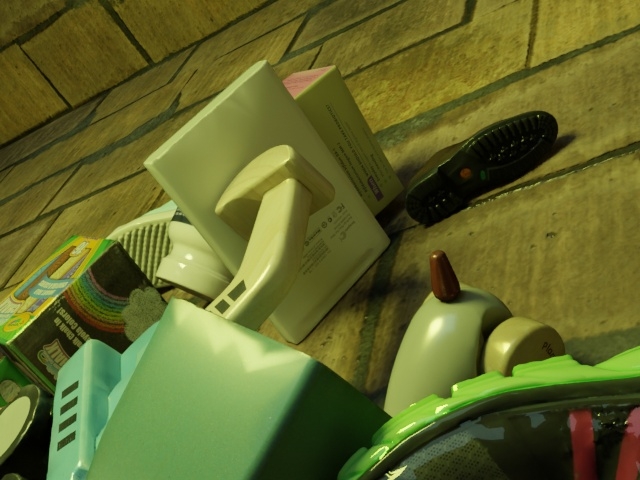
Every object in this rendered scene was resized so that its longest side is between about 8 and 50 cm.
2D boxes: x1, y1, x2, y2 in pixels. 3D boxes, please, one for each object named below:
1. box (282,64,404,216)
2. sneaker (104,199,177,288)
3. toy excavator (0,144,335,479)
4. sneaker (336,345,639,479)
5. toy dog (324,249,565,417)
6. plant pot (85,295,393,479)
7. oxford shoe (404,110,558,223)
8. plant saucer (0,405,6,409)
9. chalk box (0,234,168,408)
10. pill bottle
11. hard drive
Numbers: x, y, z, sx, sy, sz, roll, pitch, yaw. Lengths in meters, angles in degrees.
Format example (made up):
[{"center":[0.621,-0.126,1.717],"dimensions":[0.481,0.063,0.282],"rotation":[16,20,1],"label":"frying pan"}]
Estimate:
[{"center":[-0.040,-0.088,1.192],"dimensions":[0.243,0.213,0.117],"rotation":[-43,25,-24],"label":"box"},{"center":[-0.220,-0.031,1.486],"dimensions":[0.366,0.135,0.150],"rotation":[-21,23,6],"label":"sneaker"},{"center":[-0.128,0.138,0.881],"dimensions":[0.445,0.222,0.433],"rotation":[-43,26,9],"label":"toy excavator"},{"center":[0.191,0.185,0.532],"dimensions":[0.483,0.185,0.202],"rotation":[-26,35,14],"label":"sneaker"},{"center":[0.074,0.140,0.791],"dimensions":[0.220,0.161,0.334],"rotation":[-5,39,47],"label":"toy dog"},{"center":[-0.074,0.199,0.642],"dimensions":[0.165,0.165,0.234],"rotation":[16,71,41],"label":"plant pot"},{"center":[0.211,-0.116,1.152],"dimensions":[0.227,0.083,0.096],"rotation":[-27,23,14],"label":"oxford shoe"},{"center":[-0.457,0.348,1.100],"dimensions":[0.332,0.084,0.332],"rotation":[-26,39,23],"label":"plant saucer"},{"center":[-0.402,0.153,1.319],"dimensions":[0.289,0.180,0.179],"rotation":[-47,28,-25],"label":"chalk box"},{"center":[-0.140,-0.040,1.291],"dimensions":[0.153,0.153,0.265],"rotation":[8,71,55],"label":"pill bottle"},{"center":[-0.056,-0.045,1.089],"dimensions":[0.203,0.307,0.040],"rotation":[-46,25,-21],"label":"hard drive"}]
